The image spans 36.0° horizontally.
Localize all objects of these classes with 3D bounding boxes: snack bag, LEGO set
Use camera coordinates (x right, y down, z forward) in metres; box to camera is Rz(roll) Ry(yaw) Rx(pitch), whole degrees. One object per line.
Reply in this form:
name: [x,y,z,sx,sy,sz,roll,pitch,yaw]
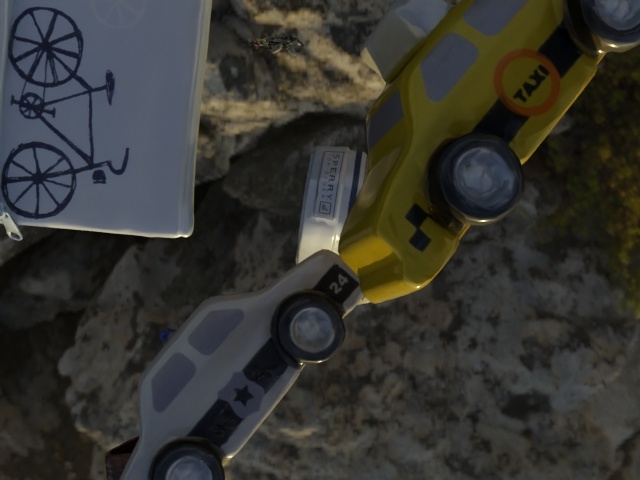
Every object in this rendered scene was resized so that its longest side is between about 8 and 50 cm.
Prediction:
snack bag: [-0.249,-0.154,0.770,0.343,0.037,0.323,6,103,-9]
LEGO set: [-0.049,-0.217,1.062,0.083,0.054,0.023,19,116,38]

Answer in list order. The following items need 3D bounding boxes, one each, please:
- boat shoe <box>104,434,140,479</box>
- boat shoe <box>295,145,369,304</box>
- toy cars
boat shoe: [-0.149,0.216,1.054,0.073,0.207,0.073,-10,99,30]
boat shoe: [0.032,0.010,0.796,0.094,0.109,0.302,12,168,3]
toy cars: [0.000,0.000,0.473,0.087,0.176,0.393,40,119,-2]
